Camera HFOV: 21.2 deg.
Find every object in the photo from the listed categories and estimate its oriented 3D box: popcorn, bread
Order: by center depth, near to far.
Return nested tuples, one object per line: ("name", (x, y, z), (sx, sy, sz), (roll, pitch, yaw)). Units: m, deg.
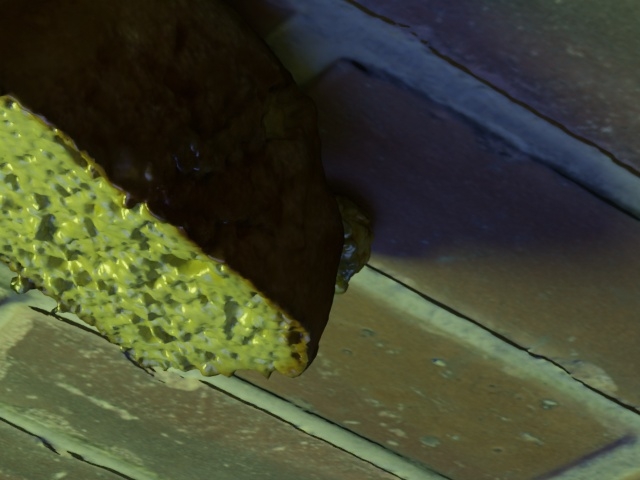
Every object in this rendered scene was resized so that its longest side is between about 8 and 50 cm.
("bread", (-0.118, -0.060, 1.095), (0.194, 0.179, 0.340), (-13, 140, 39))
("popcorn", (0.000, 0.000, 1.246), (0.083, 0.057, 0.082), (35, 141, -23))
